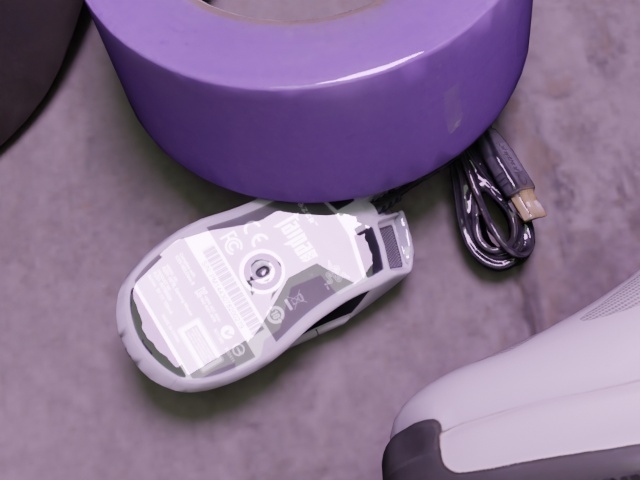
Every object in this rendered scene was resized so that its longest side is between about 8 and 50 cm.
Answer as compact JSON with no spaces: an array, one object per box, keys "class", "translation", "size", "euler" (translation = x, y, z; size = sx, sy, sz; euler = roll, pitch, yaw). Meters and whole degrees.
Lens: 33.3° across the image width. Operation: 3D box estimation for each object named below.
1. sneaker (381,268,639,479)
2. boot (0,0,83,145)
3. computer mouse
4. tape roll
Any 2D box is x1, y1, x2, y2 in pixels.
[{"class":"sneaker","translation":[0.223,-0.024,0.439],"size":[0.447,0.169,0.257],"euler":[-15,58,2]},{"class":"boot","translation":[-0.175,-0.136,0.498],"size":[0.115,0.112,0.305],"euler":[29,83,42]},{"class":"computer mouse","translation":[0.000,0.000,0.471],"size":[0.193,0.042,0.106],"euler":[-29,81,-12]},{"class":"tape roll","translation":[-0.003,-0.115,0.456],"size":[0.189,0.080,0.189],"euler":[-3,61,5]}]
